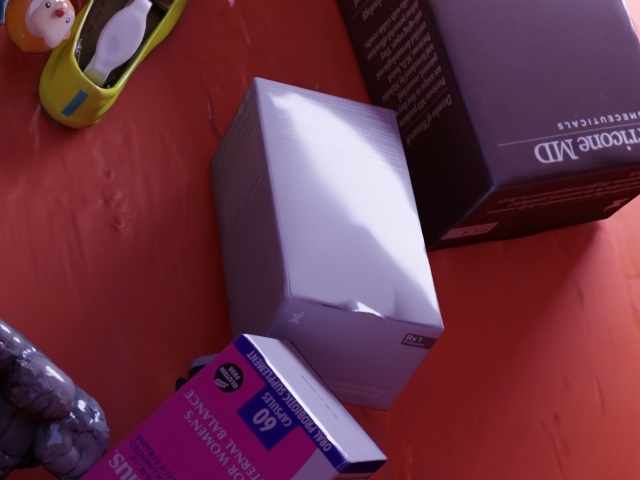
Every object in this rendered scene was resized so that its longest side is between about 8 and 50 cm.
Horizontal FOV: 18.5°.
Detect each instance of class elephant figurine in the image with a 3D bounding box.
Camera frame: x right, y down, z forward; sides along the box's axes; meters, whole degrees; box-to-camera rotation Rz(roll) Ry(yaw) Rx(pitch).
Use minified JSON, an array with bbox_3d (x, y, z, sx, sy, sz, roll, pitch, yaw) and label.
[{"bbox_3d":[-0.270,0.156,1.282,0.169,0.186,0.239,35,82,34],"label":"elephant figurine"}]

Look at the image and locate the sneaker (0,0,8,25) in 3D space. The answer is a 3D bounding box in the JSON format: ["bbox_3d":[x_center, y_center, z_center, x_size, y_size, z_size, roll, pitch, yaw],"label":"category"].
[{"bbox_3d":[-0.358,-0.198,1.424,0.275,0.107,0.110,8,74,-21],"label":"sneaker"}]

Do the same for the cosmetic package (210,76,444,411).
[{"bbox_3d":[0.000,0.000,1.446,0.127,0.107,0.238,14,44,-20],"label":"cosmetic package"}]

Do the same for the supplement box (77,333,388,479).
[{"bbox_3d":[-0.082,0.175,1.293,0.220,0.114,0.111,-43,76,8],"label":"supplement box"}]

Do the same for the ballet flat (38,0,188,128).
[{"bbox_3d":[-0.143,-0.183,1.522,0.077,0.077,0.231,34,58,-13],"label":"ballet flat"}]

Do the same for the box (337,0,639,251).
[{"bbox_3d":[0.128,-0.198,1.615,0.191,0.143,0.381,-10,74,-28],"label":"box"}]

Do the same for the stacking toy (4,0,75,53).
[{"bbox_3d":[-0.176,-0.275,1.486,0.175,0.166,0.302,43,56,-50],"label":"stacking toy"}]

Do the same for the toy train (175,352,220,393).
[{"bbox_3d":[-0.051,0.158,1.414,0.105,0.080,0.184,5,66,-16],"label":"toy train"}]
